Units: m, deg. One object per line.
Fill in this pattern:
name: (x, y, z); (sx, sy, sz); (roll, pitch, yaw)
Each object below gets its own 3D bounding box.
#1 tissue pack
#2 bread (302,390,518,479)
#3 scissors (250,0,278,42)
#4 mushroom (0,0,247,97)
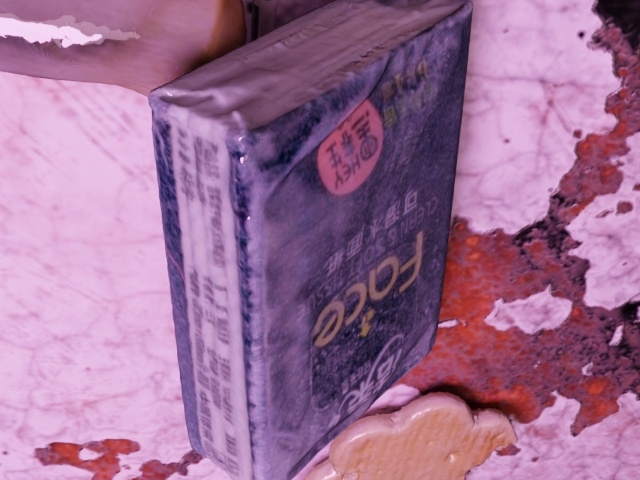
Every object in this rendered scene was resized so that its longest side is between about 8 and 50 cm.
tissue pack: (0.000, 0.000, 0.665); (0.228, 0.103, 0.315); (-35, 141, -36)
bread: (0.074, 0.239, 0.967); (0.182, 0.039, 0.250); (19, 123, -23)
scissors: (-0.034, -0.171, 0.636); (0.058, 0.014, 0.119); (2, 124, -11)
mushroom: (-0.191, -0.163, 0.545); (0.329, 0.122, 0.159); (16, 134, -23)
